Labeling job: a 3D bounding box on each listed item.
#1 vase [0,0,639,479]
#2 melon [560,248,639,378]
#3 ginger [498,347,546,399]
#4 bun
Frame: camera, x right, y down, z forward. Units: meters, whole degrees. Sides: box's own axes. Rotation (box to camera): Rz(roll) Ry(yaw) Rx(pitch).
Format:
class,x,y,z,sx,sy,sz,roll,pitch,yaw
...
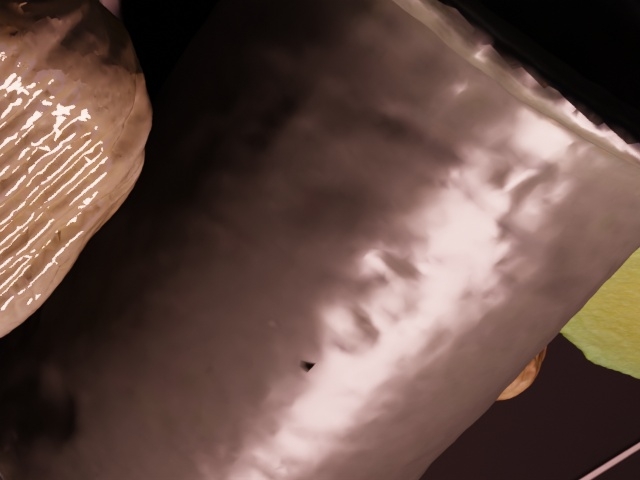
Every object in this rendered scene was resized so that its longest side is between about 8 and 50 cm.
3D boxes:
class,x,y,z,sx,sy,sz,roll,pitch,yaw
vase,0.000,0.000,0.732,0.245,0.245,0.291,12,125,-50
melon,0.253,-0.038,0.950,0.343,0.226,0.331,25,117,-42
ginger,0.059,0.051,0.965,0.213,0.074,0.137,-7,142,-35
bun,-0.146,-0.042,0.624,0.173,0.113,0.166,-9,134,-6
